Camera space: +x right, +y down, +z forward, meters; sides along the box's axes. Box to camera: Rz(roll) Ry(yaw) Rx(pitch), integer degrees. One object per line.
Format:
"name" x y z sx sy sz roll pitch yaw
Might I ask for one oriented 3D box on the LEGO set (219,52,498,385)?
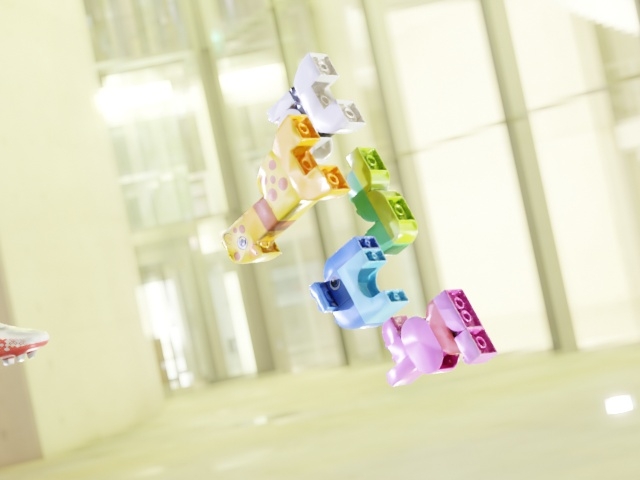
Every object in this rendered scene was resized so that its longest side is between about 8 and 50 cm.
"LEGO set" 0.000 0.000 1.052 0.087 0.227 0.093 -1 -33 -51

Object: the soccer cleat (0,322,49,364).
"soccer cleat" -0.163 0.041 0.769 0.083 0.035 0.029 -6 1 14
